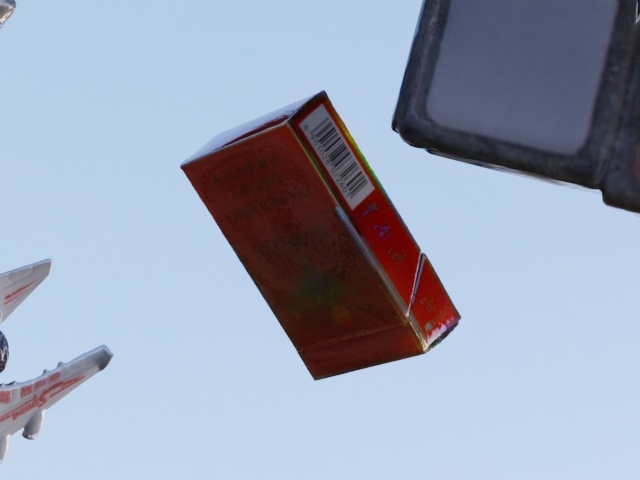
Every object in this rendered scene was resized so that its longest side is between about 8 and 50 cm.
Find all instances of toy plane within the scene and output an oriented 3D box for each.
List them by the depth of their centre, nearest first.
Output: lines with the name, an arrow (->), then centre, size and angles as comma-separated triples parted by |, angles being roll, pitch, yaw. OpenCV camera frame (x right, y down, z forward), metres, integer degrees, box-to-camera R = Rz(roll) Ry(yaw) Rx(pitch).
toy plane -> -0.191, 0.085, 0.932 | 0.162, 0.065, 0.171 | 1, -57, -35

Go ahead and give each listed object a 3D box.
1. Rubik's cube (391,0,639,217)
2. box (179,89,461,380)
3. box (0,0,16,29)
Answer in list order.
Rubik's cube -> 0.276, -0.170, 1.012 | 0.359, 0.363, 0.362 | 14, 8, 21
box -> 0.001, 0.000, 1.166 | 0.112, 0.048, 0.175 | -17, -71, 45
box -> -0.205, -0.124, 0.894 | 0.098, 0.062, 0.045 | 44, -17, -14
